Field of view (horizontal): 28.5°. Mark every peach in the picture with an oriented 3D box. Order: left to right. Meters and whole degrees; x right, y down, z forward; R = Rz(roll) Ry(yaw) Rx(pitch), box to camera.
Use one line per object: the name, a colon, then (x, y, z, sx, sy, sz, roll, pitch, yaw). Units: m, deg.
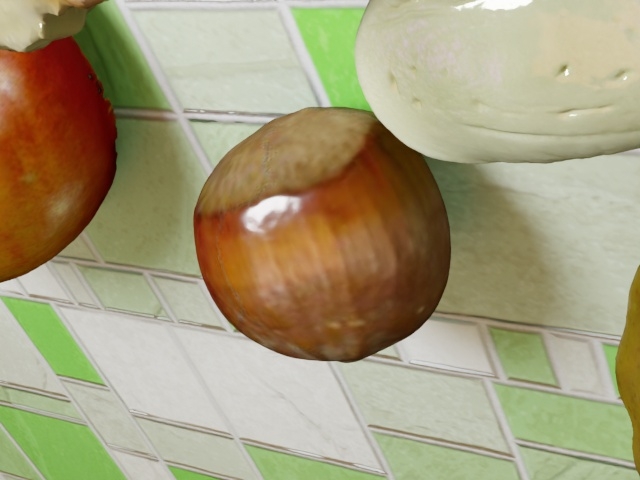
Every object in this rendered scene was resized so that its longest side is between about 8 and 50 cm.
peach: (-0.346, -0.095, 1.114, 0.306, 0.242, 0.380, 26, 146, 18)

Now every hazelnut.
hazelnut: (0.000, 0.000, 0.993, 0.214, 0.176, 0.214, 16, 118, 34)

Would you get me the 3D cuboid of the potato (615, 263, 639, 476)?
potato: (0.314, 0.051, 0.850, 0.369, 0.176, 0.195, 92, 157, -44)

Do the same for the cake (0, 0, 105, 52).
cake: (-0.095, -0.296, 0.594, 0.293, 0.314, 0.307, 44, 147, -13)

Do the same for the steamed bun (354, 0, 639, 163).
steamed bun: (0.138, -0.148, 0.681, 0.250, 0.200, 0.155, -9, 127, 42)
